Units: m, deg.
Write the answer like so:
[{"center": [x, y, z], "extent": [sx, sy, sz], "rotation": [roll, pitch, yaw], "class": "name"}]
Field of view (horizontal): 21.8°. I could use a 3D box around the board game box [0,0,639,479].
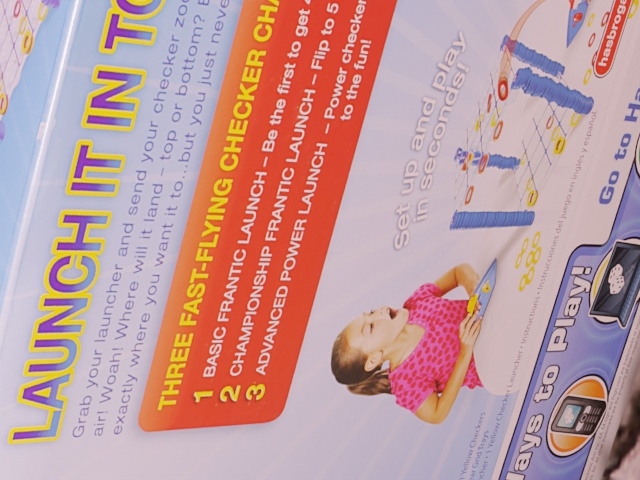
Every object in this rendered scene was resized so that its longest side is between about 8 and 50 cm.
[{"center": [0.000, 0.000, 0.564], "extent": [0.302, 0.086, 0.308], "rotation": [2, 110, -44], "class": "board game box"}]
